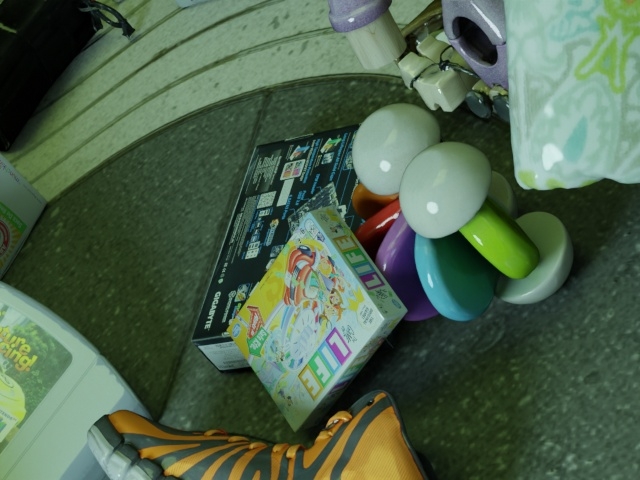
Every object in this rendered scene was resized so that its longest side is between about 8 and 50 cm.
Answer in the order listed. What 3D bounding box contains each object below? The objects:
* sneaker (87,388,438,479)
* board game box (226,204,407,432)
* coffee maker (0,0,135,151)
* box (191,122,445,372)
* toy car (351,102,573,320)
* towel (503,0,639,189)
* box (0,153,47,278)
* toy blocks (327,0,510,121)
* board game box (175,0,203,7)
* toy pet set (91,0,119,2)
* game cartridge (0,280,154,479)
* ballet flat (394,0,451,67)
[{"bbox_3d":[-0.025,0.177,1.368,0.180,0.124,0.321,-46,48,-15],"label":"sneaker"},{"bbox_3d":[-0.005,0.061,1.418,0.103,0.026,0.154,54,135,21],"label":"board game box"},{"bbox_3d":[-0.323,-0.195,1.971,0.171,0.120,0.178,9,59,44],"label":"coffee maker"},{"bbox_3d":[0.000,0.000,1.560,0.175,0.051,0.220,-11,46,32],"label":"box"},{"bbox_3d":[0.087,-0.005,1.409,0.136,0.159,0.182,-50,38,3],"label":"toy car"},{"bbox_3d":[0.306,-0.203,1.225,0.374,0.321,0.090,-3,6,4],"label":"towel"},{"bbox_3d":[-0.383,-0.060,1.818,0.114,0.203,0.103,4,56,40],"label":"box"},{"bbox_3d":[0.117,-0.293,1.411,0.309,0.260,0.288,-41,29,-22],"label":"toy blocks"},{"bbox_3d":[-0.124,-0.382,1.838,0.224,0.303,0.097,-8,48,34],"label":"board game box"},{"bbox_3d":[-0.222,-0.319,2.080,0.114,0.065,0.122,-66,26,25],"label":"toy pet set"},{"bbox_3d":[-0.297,0.133,1.583,0.294,0.060,0.196,28,67,24],"label":"game cartridge"},{"bbox_3d":[0.191,-0.160,1.489,0.342,0.116,0.124,6,23,44],"label":"ballet flat"}]
